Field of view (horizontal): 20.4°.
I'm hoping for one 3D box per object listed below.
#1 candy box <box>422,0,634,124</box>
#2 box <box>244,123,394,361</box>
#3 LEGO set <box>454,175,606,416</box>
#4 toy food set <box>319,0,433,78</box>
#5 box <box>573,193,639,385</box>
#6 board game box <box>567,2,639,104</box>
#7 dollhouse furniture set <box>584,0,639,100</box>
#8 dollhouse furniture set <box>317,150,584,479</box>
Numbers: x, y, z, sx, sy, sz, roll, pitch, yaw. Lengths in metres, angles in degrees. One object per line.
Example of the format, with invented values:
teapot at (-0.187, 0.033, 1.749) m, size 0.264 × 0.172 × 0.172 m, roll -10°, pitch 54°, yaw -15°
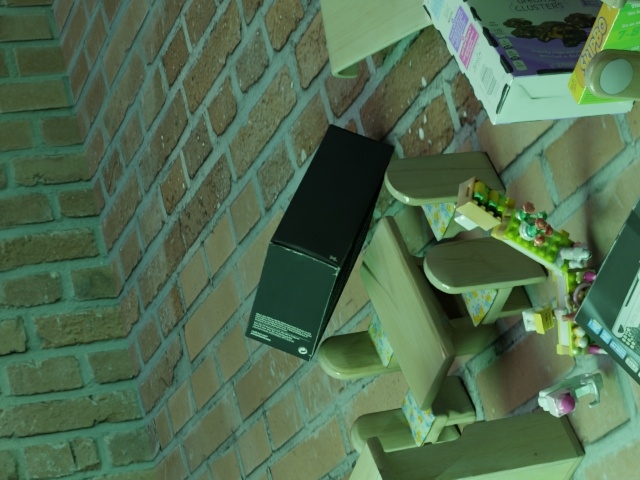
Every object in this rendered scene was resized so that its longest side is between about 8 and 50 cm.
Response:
candy box at (0.222, -0.216, 1.863) m, size 0.070 × 0.165 × 0.196 m, roll 107°, pitch 147°, yaw -44°
box at (0.000, 0.000, 2.365) m, size 0.261 × 0.103 × 0.184 m, roll -64°, pitch -4°, yaw -47°
LEGO set at (0.259, 0.044, 1.896) m, size 0.107 × 0.132 × 0.287 m, roll 7°, pitch 125°, yaw 61°
toy food set at (0.091, -0.348, 2.260) m, size 0.306 × 0.092 × 0.219 m, roll -20°, pitch 77°, yaw 58°
box at (0.378, 0.097, 1.532) m, size 0.307 × 0.076 × 0.242 m, roll 48°, pitch 152°, yaw 19°
board game box at (0.328, -0.232, 1.658) m, size 0.259 × 0.124 × 0.039 m, roll 110°, pitch 146°, yaw -47°
dollhouse furniture set at (0.385, -0.171, 1.426) m, size 0.355 × 0.174 × 0.303 m, roll 49°, pitch 132°, yaw 53°
dollhouse furniture set at (0.103, 0.159, 2.139) m, size 0.362 × 0.257 × 0.394 m, roll 111°, pitch 145°, yaw -47°
